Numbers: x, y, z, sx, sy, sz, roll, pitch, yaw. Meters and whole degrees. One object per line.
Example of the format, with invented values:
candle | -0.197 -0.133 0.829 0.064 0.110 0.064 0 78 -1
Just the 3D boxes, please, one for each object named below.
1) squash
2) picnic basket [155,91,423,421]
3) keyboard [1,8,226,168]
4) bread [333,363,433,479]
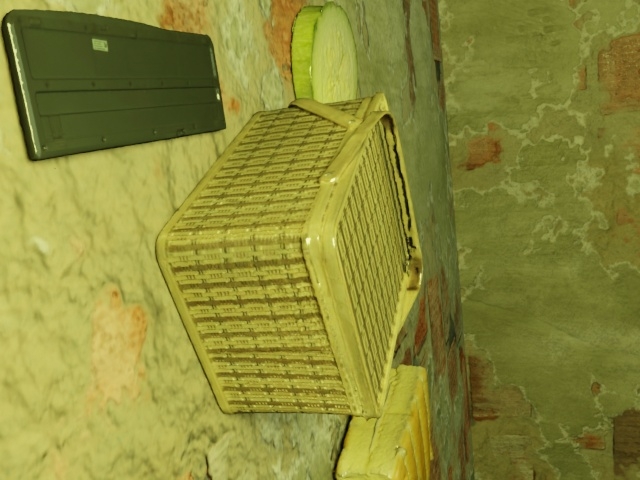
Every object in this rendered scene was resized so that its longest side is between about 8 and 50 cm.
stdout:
squash | 0.007 -0.238 0.971 0.219 0.041 0.219 2 90 -70
picnic basket | 0.000 0.000 0.686 0.313 0.175 0.228 -67 148 -53
keyboard | -0.155 -0.112 0.476 0.381 0.041 0.103 -47 131 -73
bread | 0.111 0.369 1.058 0.239 0.111 0.246 -60 145 -53
